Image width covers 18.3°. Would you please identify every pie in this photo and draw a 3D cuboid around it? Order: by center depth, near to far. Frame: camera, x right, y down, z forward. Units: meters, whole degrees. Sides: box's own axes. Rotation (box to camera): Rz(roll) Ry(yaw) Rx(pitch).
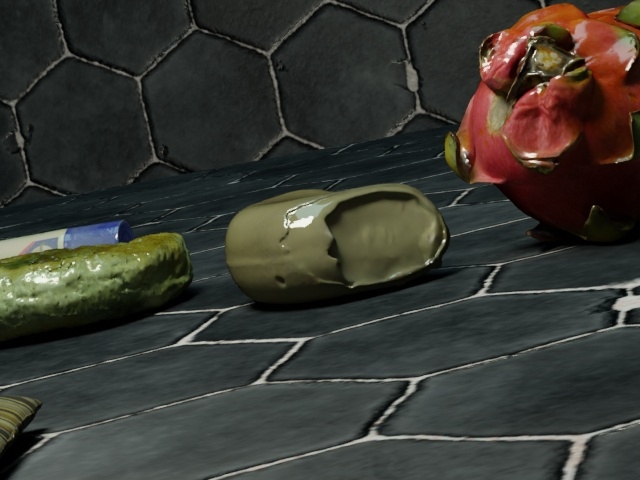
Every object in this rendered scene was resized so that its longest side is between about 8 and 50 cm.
[{"bbox_3d":[-0.250,0.039,1.890,0.277,0.079,0.277,-10,7,1],"label":"pie"}]

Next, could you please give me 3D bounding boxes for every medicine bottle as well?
[{"bbox_3d":[-0.325,0.022,2.246,0.230,0.059,0.059,-10,7,15],"label":"medicine bottle"}]

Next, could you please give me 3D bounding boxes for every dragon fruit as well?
[{"bbox_3d":[0.233,-0.103,1.724,0.224,0.224,0.227,-7,3,36],"label":"dragon fruit"}]

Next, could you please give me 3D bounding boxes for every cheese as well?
[{"bbox_3d":[0.000,0.000,1.739,0.175,0.091,0.202,-12,7,-22],"label":"cheese"}]

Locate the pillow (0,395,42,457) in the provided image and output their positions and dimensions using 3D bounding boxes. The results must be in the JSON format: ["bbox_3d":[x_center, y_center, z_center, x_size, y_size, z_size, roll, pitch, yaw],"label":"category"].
[{"bbox_3d":[-0.244,0.130,1.256,0.113,0.038,0.203,-11,6,1],"label":"pillow"}]
